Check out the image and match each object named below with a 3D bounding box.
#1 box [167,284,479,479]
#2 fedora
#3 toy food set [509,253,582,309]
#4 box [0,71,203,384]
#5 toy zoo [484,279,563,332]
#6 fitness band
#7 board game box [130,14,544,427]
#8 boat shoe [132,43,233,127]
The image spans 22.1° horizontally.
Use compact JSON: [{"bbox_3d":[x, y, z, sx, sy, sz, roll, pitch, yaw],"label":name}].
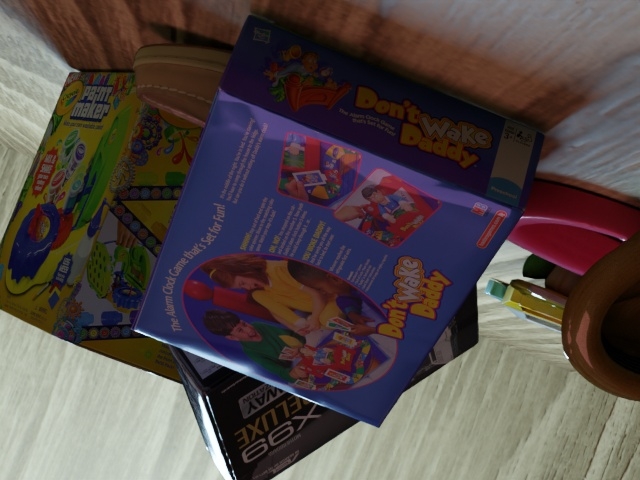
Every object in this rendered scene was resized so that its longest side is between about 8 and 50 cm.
[{"bbox_3d":[0.012,0.100,1.617,0.076,0.307,0.242,50,164,30],"label":"box"},{"bbox_3d":[0.276,0.040,1.263,0.194,0.194,0.079,23,-150,-22],"label":"fedora"},{"bbox_3d":[0.262,0.040,1.624,0.128,0.071,0.218,23,179,1],"label":"toy food set"},{"bbox_3d":[-0.194,-0.018,1.727,0.177,0.279,0.290,24,174,-27],"label":"box"},{"bbox_3d":[0.364,0.116,2.248,0.293,0.030,0.192,20,175,12],"label":"toy zoo"},{"bbox_3d":[0.287,0.023,1.441,0.291,0.054,0.209,24,175,-19],"label":"fitness band"},{"bbox_3d":[0.000,0.000,1.290,0.233,0.078,0.347,22,144,-4],"label":"board game box"},{"bbox_3d":[-0.007,-0.068,1.360,0.341,0.110,0.121,21,175,5],"label":"boat shoe"}]
